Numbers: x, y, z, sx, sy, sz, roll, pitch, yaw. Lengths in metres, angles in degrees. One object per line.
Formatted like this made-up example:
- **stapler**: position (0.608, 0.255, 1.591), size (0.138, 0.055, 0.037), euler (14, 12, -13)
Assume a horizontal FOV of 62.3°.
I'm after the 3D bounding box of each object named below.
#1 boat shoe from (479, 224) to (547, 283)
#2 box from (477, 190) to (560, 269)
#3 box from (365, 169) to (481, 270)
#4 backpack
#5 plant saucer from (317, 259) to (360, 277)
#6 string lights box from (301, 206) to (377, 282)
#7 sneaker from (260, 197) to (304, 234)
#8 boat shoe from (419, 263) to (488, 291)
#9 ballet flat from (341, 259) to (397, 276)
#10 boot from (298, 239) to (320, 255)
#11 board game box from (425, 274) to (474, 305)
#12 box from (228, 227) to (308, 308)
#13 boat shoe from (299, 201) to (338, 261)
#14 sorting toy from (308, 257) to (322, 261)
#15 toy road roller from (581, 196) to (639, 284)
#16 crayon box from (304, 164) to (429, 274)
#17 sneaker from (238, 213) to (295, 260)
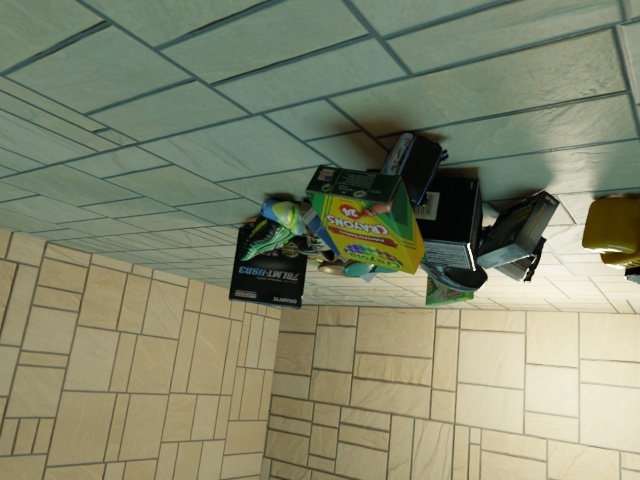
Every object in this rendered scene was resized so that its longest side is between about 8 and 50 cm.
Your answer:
- **boat shoe**: position (0.543, -0.012, 1.681), size (0.340, 0.158, 0.127), euler (32, 178, 17)
- **box**: position (0.533, -0.023, 1.463), size (0.056, 0.183, 0.231), euler (37, 164, -1)
- **box**: position (0.277, -0.051, 1.441), size (0.296, 0.183, 0.294), euler (8, 166, 20)
- **backpack**: position (0.190, -0.143, 1.200), size (0.116, 0.158, 0.173), euler (26, 167, -4)
- **plant saucer**: position (0.124, 0.139, 2.617), size (0.277, 0.041, 0.278), euler (6, 166, 1)
- **string lights box**: position (0.063, 0.001, 1.543), size (0.133, 0.077, 0.260), euler (41, -177, -42)
- **sneaker**: position (-0.121, -0.091, 1.751), size (0.126, 0.091, 0.240), euler (22, 171, 17)
- **boat shoe**: position (0.371, 0.049, 1.694), size (0.355, 0.132, 0.130), euler (31, 176, 11)
- **ballet flat**: position (0.129, 0.053, 1.391), size (0.206, 0.067, 0.073), euler (3, 139, -38)
- **boot**: position (0.000, 0.000, 2.071), size (0.197, 0.077, 0.137), euler (-9, 160, 6)
- **board game box**: position (0.504, 0.138, 2.068), size (0.046, 0.214, 0.317), euler (10, 166, -13)
- **box**: position (-0.205, 0.115, 2.140), size (0.295, 0.294, 0.073), euler (9, 165, -8)
- **boat shoe**: position (0.011, -0.019, 1.773), size (0.123, 0.116, 0.324), euler (19, 165, 33)
- **sorting toy**: position (0.007, 0.049, 2.290), size (0.132, 0.046, 0.274), euler (13, 165, -24)
- **toy road roller**: position (0.822, -0.020, 1.325), size (0.240, 0.203, 0.329), euler (19, 167, -4)
- **crayon box**: position (0.117, -0.028, 1.199), size (0.202, 0.081, 0.318), euler (12, 152, 31)
- **sneaker**: position (-0.202, 0.000, 1.968), size (0.146, 0.134, 0.343), euler (12, 159, -32)
